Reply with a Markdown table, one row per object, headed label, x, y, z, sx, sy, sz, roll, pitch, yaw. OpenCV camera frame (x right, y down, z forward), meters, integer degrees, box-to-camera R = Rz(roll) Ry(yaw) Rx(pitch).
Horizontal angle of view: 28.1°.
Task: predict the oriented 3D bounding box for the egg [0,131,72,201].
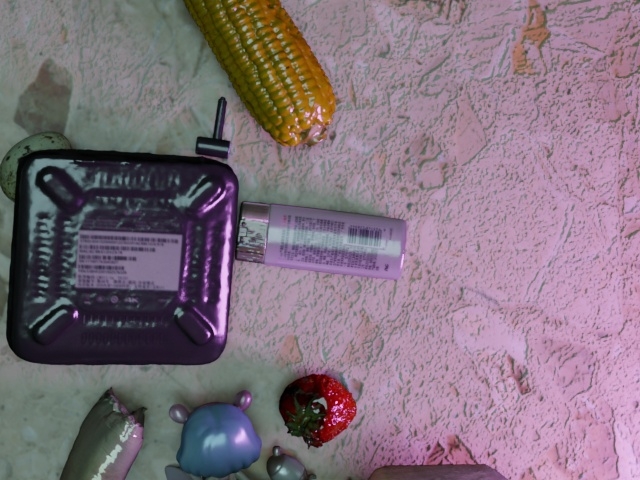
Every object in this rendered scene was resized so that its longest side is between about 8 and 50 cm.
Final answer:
| label | x | y | z | sx | sy | sz | roll | pitch | yaw |
| --- | --- | --- | --- | --- | --- | --- | --- | --- | --- |
| egg | -0.374 | -0.096 | 1.688 | 0.085 | 0.085 | 0.110 | 39 | 77 | -4 |

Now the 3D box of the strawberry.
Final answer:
| label | x | y | z | sx | sy | sz | roll | pitch | yaw |
| --- | --- | --- | --- | --- | --- | --- | --- | --- | --- |
| strawberry | -0.002 | 0.226 | 1.727 | 0.106 | 0.106 | 0.106 | 0 | 92 | -4 |

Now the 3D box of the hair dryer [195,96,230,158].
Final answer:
| label | x | y | z | sx | sy | sz | roll | pitch | yaw |
| --- | --- | --- | --- | --- | --- | --- | --- | --- | --- |
| hair dryer | -0.141 | -0.155 | 1.733 | 0.047 | 0.026 | 0.083 | 10 | 88 | -5 |

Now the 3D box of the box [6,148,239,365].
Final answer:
| label | x | y | z | sx | sy | sz | roll | pitch | yaw |
| --- | --- | --- | --- | --- | --- | --- | --- | --- | --- |
| box | -0.256 | 0.025 | 1.672 | 0.290 | 0.073 | 0.288 | 3 | 99 | -19 |

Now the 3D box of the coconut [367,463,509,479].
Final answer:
| label | x | y | z | sx | sy | sz | roll | pitch | yaw |
| --- | --- | --- | --- | --- | --- | --- | --- | --- | --- |
| coconut | 0.153 | 0.433 | 1.647 | 0.297 | 0.297 | 0.309 | 33 | 92 | -4 |

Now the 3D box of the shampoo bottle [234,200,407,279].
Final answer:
| label | x | y | z | sx | sy | sz | roll | pitch | yaw |
| --- | --- | --- | --- | --- | --- | --- | --- | --- | --- |
| shampoo bottle | 0.000 | 0.000 | 1.732 | 0.227 | 0.056 | 0.086 | 6 | 91 | -4 |

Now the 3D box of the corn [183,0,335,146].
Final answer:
| label | x | y | z | sx | sy | sz | roll | pitch | yaw |
| --- | --- | --- | --- | --- | --- | --- | --- | --- | --- |
| corn | -0.099 | -0.283 | 1.685 | 0.120 | 0.120 | 0.363 | -33 | 94 | -2 |

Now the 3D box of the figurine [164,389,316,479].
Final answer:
| label | x | y | z | sx | sy | sz | roll | pitch | yaw |
| --- | --- | --- | --- | --- | --- | --- | --- | --- | --- |
| figurine | -0.106 | 0.333 | 1.713 | 0.205 | 0.103 | 0.260 | -8 | 102 | -2 |

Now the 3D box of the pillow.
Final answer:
| label | x | y | z | sx | sy | sz | roll | pitch | yaw |
| --- | --- | --- | --- | --- | --- | --- | --- | --- | --- |
| pillow | -0.295 | 0.298 | 1.687 | 0.078 | 0.134 | 0.181 | 29 | 90 | -16 |
